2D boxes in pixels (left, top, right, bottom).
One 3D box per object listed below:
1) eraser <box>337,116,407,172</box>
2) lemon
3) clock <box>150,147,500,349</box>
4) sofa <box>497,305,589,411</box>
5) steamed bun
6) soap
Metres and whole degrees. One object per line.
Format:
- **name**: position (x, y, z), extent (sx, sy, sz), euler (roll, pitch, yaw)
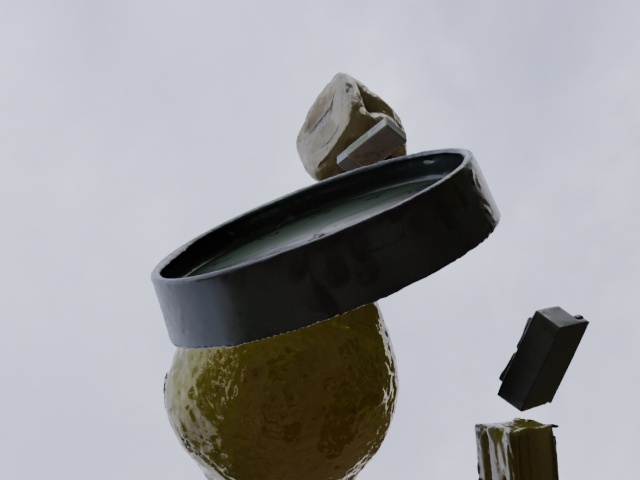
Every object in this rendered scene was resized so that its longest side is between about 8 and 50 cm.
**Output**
- **eraser**: position (0.061, -0.109, 1.256), extent (0.038, 0.019, 0.083), euler (33, -56, -30)
- **lemon**: position (-0.047, 0.205, 1.560), extent (0.350, 0.350, 0.387), euler (31, -87, -46)
- **clock**: position (0.000, 0.001, 0.943), extent (0.319, 0.319, 0.066), euler (-28, -77, -30)
- **sofa**: position (0.313, 0.165, 1.497), extent (0.085, 0.060, 0.147), euler (-4, -58, -45)
- **steamed bun**: position (0.063, -0.145, 1.572), extent (0.155, 0.172, 0.141), euler (25, -63, -24)
- **soap**: position (0.259, 0.350, 1.351), extent (0.076, 0.135, 0.233), euler (-2, -95, -10)
